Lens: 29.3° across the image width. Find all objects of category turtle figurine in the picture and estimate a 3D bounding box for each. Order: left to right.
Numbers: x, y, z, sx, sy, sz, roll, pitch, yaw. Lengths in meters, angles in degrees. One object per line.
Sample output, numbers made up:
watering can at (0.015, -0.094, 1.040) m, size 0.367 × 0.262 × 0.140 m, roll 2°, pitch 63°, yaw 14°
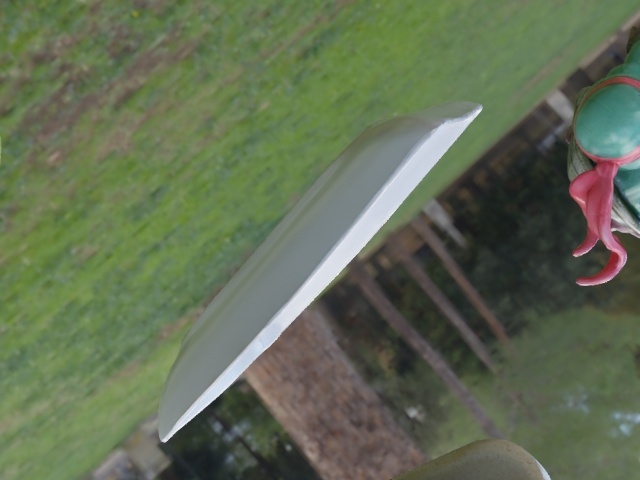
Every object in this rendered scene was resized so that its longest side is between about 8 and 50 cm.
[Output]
turtle figurine at (0.172, -0.048, 0.564) m, size 0.118 × 0.175 × 0.234 m, roll -8°, pitch 172°, yaw 25°

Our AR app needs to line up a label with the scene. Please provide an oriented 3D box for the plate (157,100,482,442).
plate at (0.000, 0.000, 0.881) m, size 0.278 × 0.045 × 0.277 m, roll -48°, pitch 176°, yaw 15°

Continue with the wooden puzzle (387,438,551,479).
wooden puzzle at (-0.052, 0.257, 0.523) m, size 0.322 × 0.080 × 0.348 m, roll -31°, pitch -154°, yaw 29°
